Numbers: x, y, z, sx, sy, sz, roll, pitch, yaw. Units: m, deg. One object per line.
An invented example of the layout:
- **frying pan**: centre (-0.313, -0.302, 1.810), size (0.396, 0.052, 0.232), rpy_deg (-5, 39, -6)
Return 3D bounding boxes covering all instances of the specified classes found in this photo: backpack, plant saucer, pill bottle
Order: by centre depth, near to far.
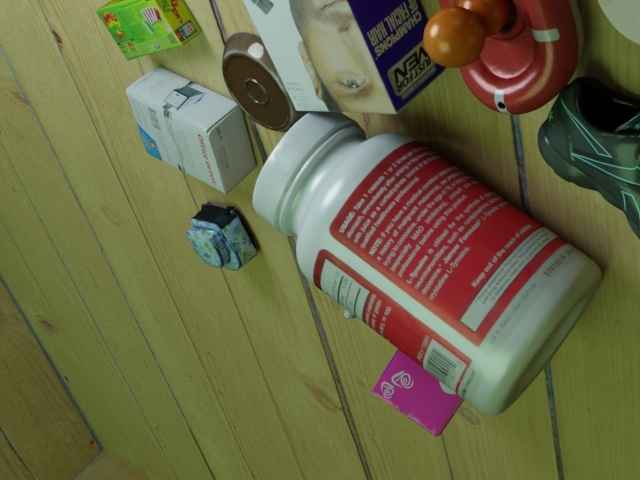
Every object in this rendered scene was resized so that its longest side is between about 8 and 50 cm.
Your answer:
- **pill bottle**: centre (0.121, 0.011, 1.347), size (0.408, 0.229, 0.229), rpy_deg (37, 151, 18)
- **plant saucer**: centre (-0.085, -0.220, 1.547), size (0.168, 0.029, 0.168), rpy_deg (34, 149, 24)
- **backpack**: centre (-0.177, 0.002, 1.912), size (0.105, 0.084, 0.114), rpy_deg (12, 140, 51)

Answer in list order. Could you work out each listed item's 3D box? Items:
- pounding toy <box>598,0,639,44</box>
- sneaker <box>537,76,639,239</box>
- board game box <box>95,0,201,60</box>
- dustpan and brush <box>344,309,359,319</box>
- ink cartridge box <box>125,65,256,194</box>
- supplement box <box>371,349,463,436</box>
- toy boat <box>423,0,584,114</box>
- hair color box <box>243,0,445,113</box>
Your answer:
- **pounding toy**: centre (0.305, -0.279, 0.871), size (0.183, 0.110, 0.236), rpy_deg (166, 93, -71)
- **sneaker**: centre (0.337, -0.066, 1.081), size (0.267, 0.101, 0.106), rpy_deg (36, 149, 19)
- **board game box**: centre (-0.262, -0.333, 1.629), size (0.181, 0.043, 0.092), rpy_deg (1, 128, 54)
- **dustpan and brush**: centre (0.064, 0.079, 1.490), size (0.147, 0.211, 0.060), rpy_deg (34, 120, 8)
- **ink cartridge box**: centre (-0.206, -0.177, 1.716), size (0.191, 0.082, 0.139), rpy_deg (27, 147, 31)
- **supplement box**: centre (0.158, 0.181, 1.519), size (0.114, 0.111, 0.220), rpy_deg (33, -173, 5)
- **toy boat**: centre (0.160, -0.222, 1.065), size (0.151, 0.151, 0.231), rpy_deg (13, 137, 48)
- **hair color box**: centre (-0.008, -0.313, 1.232), size (0.185, 0.110, 0.338), rpy_deg (10, 137, 48)
